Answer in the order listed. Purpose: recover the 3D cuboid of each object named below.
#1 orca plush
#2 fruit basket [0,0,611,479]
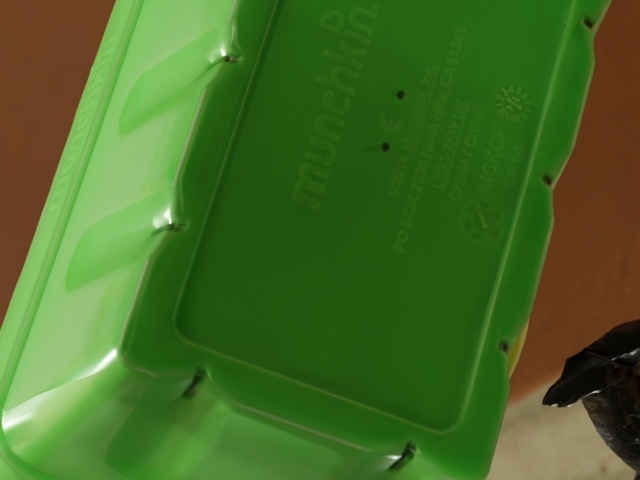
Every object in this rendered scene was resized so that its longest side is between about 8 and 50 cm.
[{"bbox_3d":[0.250,0.104,1.185,0.151,0.102,0.287,-54,-33,-3],"label":"orca plush"},{"bbox_3d":[0.000,0.000,1.017,0.283,0.392,0.392,21,-61,-10],"label":"fruit basket"}]
